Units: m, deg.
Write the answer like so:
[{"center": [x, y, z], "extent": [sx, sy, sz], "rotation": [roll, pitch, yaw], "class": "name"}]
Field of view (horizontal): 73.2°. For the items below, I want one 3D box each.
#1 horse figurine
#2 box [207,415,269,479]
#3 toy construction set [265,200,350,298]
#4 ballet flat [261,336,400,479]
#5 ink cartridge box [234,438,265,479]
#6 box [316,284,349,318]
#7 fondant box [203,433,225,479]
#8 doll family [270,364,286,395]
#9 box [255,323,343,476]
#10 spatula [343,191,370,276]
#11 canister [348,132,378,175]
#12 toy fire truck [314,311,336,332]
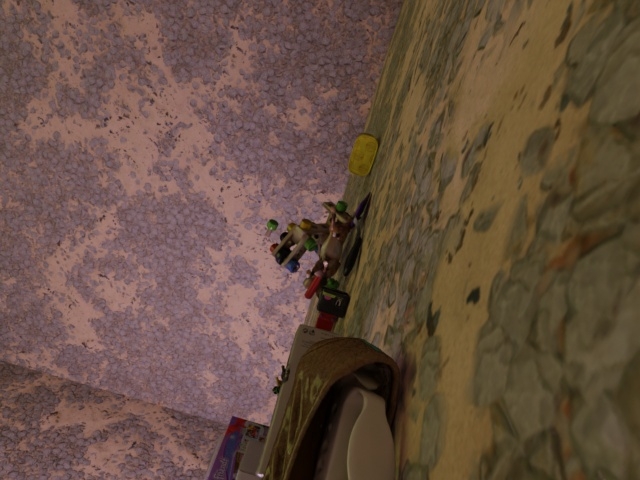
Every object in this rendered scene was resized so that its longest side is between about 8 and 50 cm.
[{"center": [0.028, 0.028, 1.127], "extent": [0.174, 0.066, 0.263], "rotation": [41, -113, -75], "class": "horse figurine"}, {"center": [-0.195, 0.636, 1.207], "extent": [0.293, 0.201, 0.057], "rotation": [-75, 2, -72], "class": "box"}, {"center": [0.000, 0.000, 1.327], "extent": [0.237, 0.258, 0.308], "rotation": [-60, 28, 25], "class": "toy construction set"}, {"center": [0.000, 0.238, 0.336], "extent": [0.124, 0.116, 0.342], "rotation": [-32, 34, 59], "class": "ballet flat"}, {"center": [-0.145, 0.610, 0.893], "extent": [0.223, 0.129, 0.307], "rotation": [109, 177, -79], "class": "ink cartridge box"}, {"center": [0.027, 0.137, 0.973], "extent": [0.083, 0.062, 0.052], "rotation": [-178, 106, -90], "class": "box"}, {"center": [-0.284, 0.854, 1.468], "extent": [0.330, 0.239, 0.096], "rotation": [-75, 1, -61], "class": "fondant box"}, {"center": [-0.106, 0.501, 1.380], "extent": [0.192, 0.076, 0.111], "rotation": [63, 176, 9], "class": "doll family"}, {"center": [-0.038, 0.311, 0.822], "extent": [0.113, 0.094, 0.275], "rotation": [108, 179, -57], "class": "box"}, {"center": [0.088, -0.019, 1.049], "extent": [0.296, 0.030, 0.084], "rotation": [-74, 3, -49], "class": "spatula"}, {"center": [0.139, -0.286, 1.405], "extent": [0.170, 0.074, 0.126], "rotation": [-72, -1, -71], "class": "canister"}, {"center": [-0.005, 0.247, 1.040], "extent": [0.135, 0.047, 0.191], "rotation": [-22, -48, -87], "class": "toy fire truck"}]
